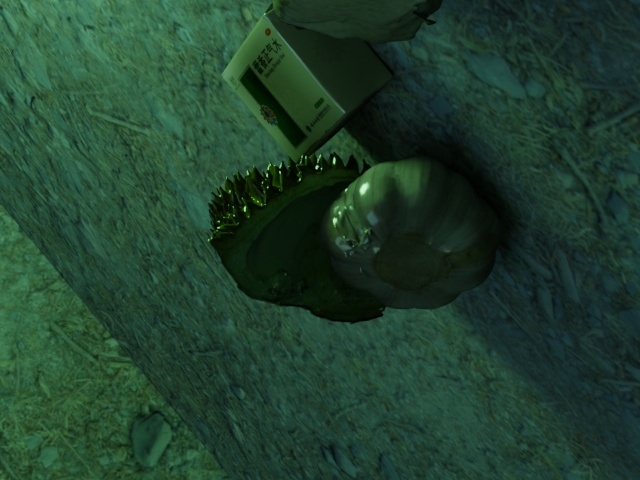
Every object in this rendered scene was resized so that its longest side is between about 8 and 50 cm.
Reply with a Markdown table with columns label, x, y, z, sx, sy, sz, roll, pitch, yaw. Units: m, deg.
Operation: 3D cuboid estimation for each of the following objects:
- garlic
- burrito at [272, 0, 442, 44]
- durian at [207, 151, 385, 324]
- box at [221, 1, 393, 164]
| label | x | y | z | sx | sy | sz | roll | pitch | yaw |
| --- | --- | --- | --- | --- | --- | --- | --- | --- | --- |
| garlic | 0.117 | -0.012 | 2.005 | 0.228 | 0.152 | 0.228 | 7 | 137 | 6 |
| burrito | 0.057 | -0.304 | 1.594 | 0.190 | 0.135 | 0.332 | 11 | 172 | -4 |
| durian | 0.009 | -0.004 | 2.090 | 0.163 | 0.198 | 0.394 | -20 | 150 | 32 |
| box | -0.022 | -0.216 | 2.038 | 0.168 | 0.095 | 0.212 | 52 | 156 | 1 |
